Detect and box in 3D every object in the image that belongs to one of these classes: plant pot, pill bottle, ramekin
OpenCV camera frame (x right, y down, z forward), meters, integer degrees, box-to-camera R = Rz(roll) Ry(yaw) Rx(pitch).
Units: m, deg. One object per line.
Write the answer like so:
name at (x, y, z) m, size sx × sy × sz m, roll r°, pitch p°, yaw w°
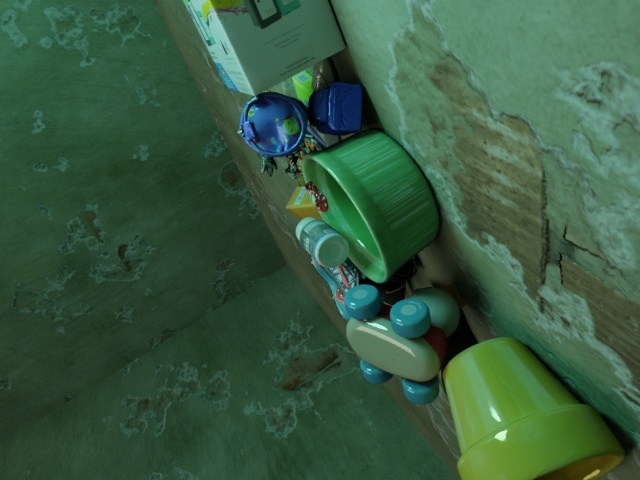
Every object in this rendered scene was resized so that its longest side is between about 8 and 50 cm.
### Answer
plant pot at (0.339, 0.313, 0.878) m, size 0.254 × 0.254 × 0.238 m, roll 70°, pitch 180°, yaw -49°
pill bottle at (0.000, 0.000, 1.090) m, size 0.137 × 0.078 × 0.078 m, roll 41°, pitch 160°, yaw 59°
ramekin at (0.103, -0.077, 1.024) m, size 0.303 × 0.148 × 0.303 m, roll 55°, pitch 169°, yaw 16°

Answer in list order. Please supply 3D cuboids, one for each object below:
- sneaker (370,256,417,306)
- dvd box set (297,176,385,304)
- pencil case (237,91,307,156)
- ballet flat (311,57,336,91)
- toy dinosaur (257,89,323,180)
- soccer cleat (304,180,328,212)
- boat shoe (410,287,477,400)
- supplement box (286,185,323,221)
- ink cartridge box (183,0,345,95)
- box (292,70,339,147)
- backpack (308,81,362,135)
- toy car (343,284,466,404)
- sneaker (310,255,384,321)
sneaker at (0.181, 0.087, 1.256) m, size 0.147 × 0.105 × 0.295 m, roll 52°, pitch 165°, yaw 54°
dvd box set at (0.064, -0.002, 1.513) m, size 0.307 × 0.062 × 0.420 m, roll 64°, pitch 176°, yaw -34°
pencil case at (-0.091, -0.243, 1.041) m, size 0.306 × 0.133 × 0.119 m, roll -91°, pitch -7°, yaw -75°
ballet flat at (0.009, -0.311, 1.047) m, size 0.057 × 0.052 × 0.168 m, roll 49°, pitch 166°, yaw 42°
toy dinosaur at (-0.066, -0.276, 1.373) m, size 0.218 × 0.165 × 0.321 m, roll -3°, pitch 101°, yaw 61°
soccer cleat at (-0.006, -0.085, 1.017) m, size 0.083 × 0.029 × 0.035 m, roll 56°, pitch 179°, yaw 28°
boat shoe at (0.302, 0.250, 1.193) m, size 0.120 × 0.123 × 0.323 m, roll -141°, pitch 29°, yaw -75°
supplement box at (0.013, -0.100, 1.319) m, size 0.078 × 0.080 × 0.234 m, roll 39°, pitch 159°, yaw -33°
ink cartridge box at (-0.123, -0.433, 0.898) m, size 0.198 × 0.197 × 0.270 m, roll 39°, pitch 158°, yaw 59°
box at (-0.007, -0.299, 1.185) m, size 0.109 × 0.043 × 0.178 m, roll 50°, pitch 166°, yaw 38°
backpack at (0.026, -0.258, 0.979) m, size 0.120 × 0.101 × 0.097 m, roll -148°, pitch 64°, yaw -77°
toy car at (0.195, 0.163, 1.037) m, size 0.210 × 0.238 × 0.219 m, roll 14°, pitch 130°, yaw 40°
sneaker at (0.074, 0.072, 1.245) m, size 0.261 × 0.125 × 0.104 m, roll 61°, pitch -146°, yaw -6°
